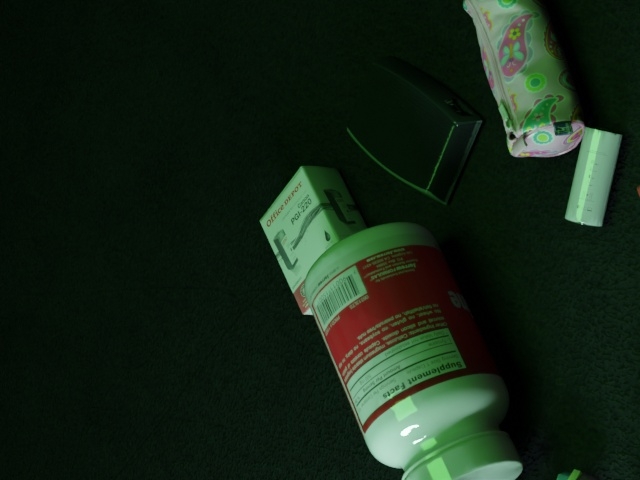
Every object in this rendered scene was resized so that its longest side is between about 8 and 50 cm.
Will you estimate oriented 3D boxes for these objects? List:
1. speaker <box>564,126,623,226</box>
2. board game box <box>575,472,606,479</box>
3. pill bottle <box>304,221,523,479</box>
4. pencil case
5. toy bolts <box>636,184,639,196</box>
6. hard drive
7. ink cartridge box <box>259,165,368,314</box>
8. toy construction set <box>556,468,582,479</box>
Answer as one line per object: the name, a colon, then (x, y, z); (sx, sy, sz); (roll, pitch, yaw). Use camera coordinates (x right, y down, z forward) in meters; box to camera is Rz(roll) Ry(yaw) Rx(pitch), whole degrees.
speaker: (0.384, -0.091, 1.766); (0.055, 0.055, 0.136); (21, 104, 49)
board game box: (0.468, 0.423, 1.532); (0.346, 0.056, 0.208); (11, 119, 47)
pill bottle: (0.144, 0.195, 1.903); (0.229, 0.229, 0.408); (-47, 55, 38)
pencil case: (0.295, -0.256, 1.832); (0.124, 0.124, 0.284); (-33, 62, 44)
toy bolts: (0.484, -0.019, 1.550); (0.228, 0.218, 0.159); (147, 112, -64)
hard drive: (0.144, -0.186, 2.060); (0.254, 0.054, 0.172); (43, 120, 42)
ink cartridge box: (0.000, 0.000, 2.195); (0.158, 0.092, 0.218); (-51, 50, 35)
toy construction set: (0.253, 0.468, 1.722); (0.151, 0.327, 0.215); (24, 130, 62)
